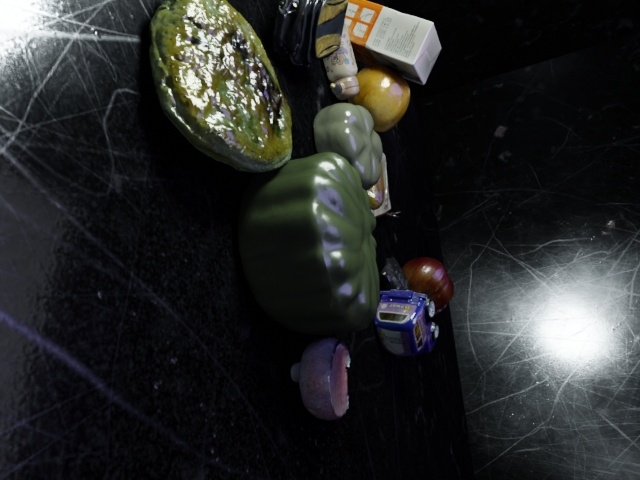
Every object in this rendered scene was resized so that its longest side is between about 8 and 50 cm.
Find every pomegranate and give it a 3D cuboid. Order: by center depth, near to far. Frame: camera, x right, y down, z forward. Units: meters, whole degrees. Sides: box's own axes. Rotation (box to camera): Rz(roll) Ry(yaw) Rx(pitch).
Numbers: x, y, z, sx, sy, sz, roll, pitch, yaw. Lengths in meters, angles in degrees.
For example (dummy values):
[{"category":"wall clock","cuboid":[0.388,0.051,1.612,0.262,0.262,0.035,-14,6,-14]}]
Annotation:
[{"category":"pomegranate","cuboid":[0.201,-0.492,1.586,0.233,0.233,0.233,-12,90,-69]}]

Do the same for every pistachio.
[{"category":"pistachio","cuboid":[0.151,-0.180,1.447,0.110,0.100,0.189,21,61,-60]}]

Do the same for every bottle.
[{"category":"bottle","cuboid":[0.058,-0.545,1.426,0.110,0.097,0.209,-28,106,-44]}]

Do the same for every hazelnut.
[{"category":"hazelnut","cuboid":[0.385,0.174,1.731,0.251,0.217,0.217,76,15,-51]}]

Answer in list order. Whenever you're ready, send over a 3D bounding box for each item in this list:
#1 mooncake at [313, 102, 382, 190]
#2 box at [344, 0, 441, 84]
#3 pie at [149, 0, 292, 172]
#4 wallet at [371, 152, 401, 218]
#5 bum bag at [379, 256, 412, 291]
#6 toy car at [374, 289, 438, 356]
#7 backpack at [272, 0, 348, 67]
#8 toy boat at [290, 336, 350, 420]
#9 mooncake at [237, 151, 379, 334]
[{"category":"mooncake","cuboid":[0.082,-0.256,1.283,0.275,0.135,0.274,35,50,-56]},{"category":"box","cuboid":[0.213,-0.677,1.557,0.143,0.341,0.225,-66,160,10]},{"category":"pie","cuboid":[-0.138,-0.247,0.738,0.323,0.071,0.323,36,42,-42]},{"category":"wallet","cuboid":[0.205,-0.198,1.646,0.335,0.068,0.274,-21,100,-67]},{"category":"bum bag","cuboid":[0.281,0.210,1.584,0.144,0.095,0.340,-49,122,-53]},{"category":"toy car","cuboid":[0.260,0.274,1.424,0.158,0.172,0.235,-55,134,-41]},{"category":"backpack","cuboid":[-0.035,-0.525,1.115,0.258,0.133,0.206,-56,158,-50]},{"category":"toy boat","cuboid":[0.002,0.267,0.896,0.227,0.085,0.155,56,37,-66]},{"category":"mooncake","cuboid":[0.000,0.000,0.867,0.351,0.188,0.351,-10,90,-67]}]
